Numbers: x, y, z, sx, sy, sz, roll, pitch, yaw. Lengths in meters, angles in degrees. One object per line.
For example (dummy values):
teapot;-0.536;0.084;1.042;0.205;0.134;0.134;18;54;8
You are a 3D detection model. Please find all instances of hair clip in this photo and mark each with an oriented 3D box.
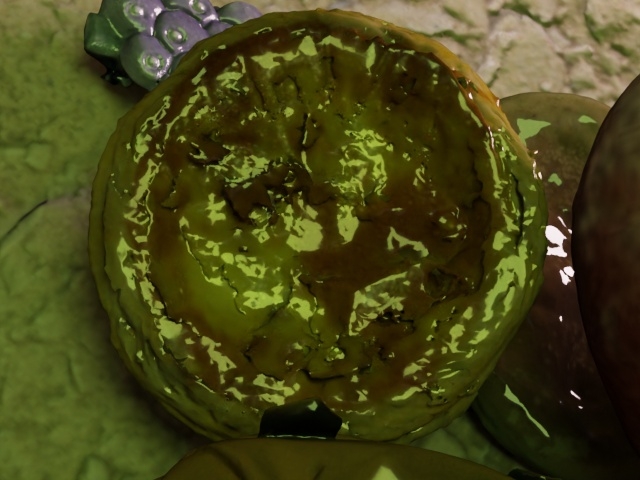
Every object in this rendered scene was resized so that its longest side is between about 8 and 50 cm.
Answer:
hair clip;-0.069;-0.111;1.140;0.195;0.052;0.124;12;60;-21

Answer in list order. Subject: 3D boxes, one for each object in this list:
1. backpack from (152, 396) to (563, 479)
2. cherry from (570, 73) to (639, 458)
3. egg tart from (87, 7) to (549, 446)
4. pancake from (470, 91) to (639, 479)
backpack;0.025;0.286;0.868;0.353;0.201;0.378;13;67;-17
cherry;0.315;0.025;0.998;0.326;0.291;0.335;-26;85;-25
egg tart;0.000;0.000;1.035;0.290;0.115;0.290;0;74;1
pancake;0.184;0.020;1.147;0.294;0.049;0.294;8;61;-16
